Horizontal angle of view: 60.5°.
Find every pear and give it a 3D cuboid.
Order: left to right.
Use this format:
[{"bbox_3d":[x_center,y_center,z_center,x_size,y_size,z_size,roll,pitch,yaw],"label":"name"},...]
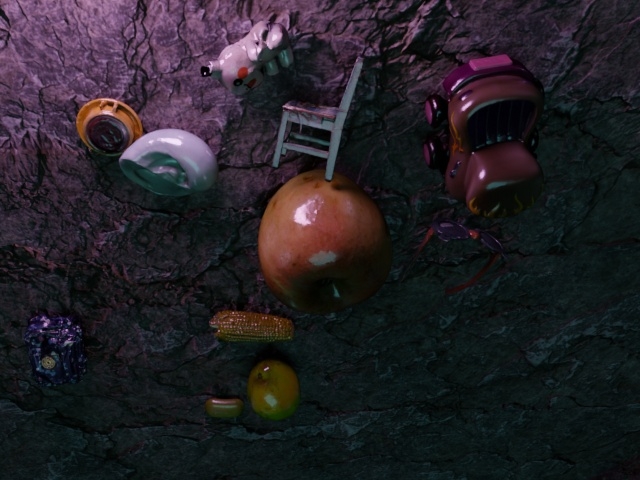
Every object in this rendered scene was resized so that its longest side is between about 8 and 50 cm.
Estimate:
[{"bbox_3d":[-0.154,0.477,1.768,0.187,0.188,0.220,-10,135,2],"label":"pear"}]

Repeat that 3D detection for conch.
[{"bbox_3d":[-0.345,-0.176,1.271,0.220,0.121,0.185,10,127,-6],"label":"conch"}]

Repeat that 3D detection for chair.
[{"bbox_3d":[-0.007,-0.283,1.200,0.147,0.136,0.271,14,114,-1],"label":"chair"}]

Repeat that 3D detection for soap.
[{"bbox_3d":[-0.337,0.589,1.928,0.139,0.045,0.089,3,124,-9],"label":"soap"}]

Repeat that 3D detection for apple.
[{"bbox_3d":[0.000,0.000,1.343,0.338,0.305,0.339,-9,142,-7],"label":"apple"}]

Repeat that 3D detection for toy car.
[{"bbox_3d":[0.389,-0.218,1.239,0.271,0.241,0.341,-10,132,0],"label":"toy car"}]

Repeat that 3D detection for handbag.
[{"bbox_3d":[-0.781,0.332,1.637,0.161,0.113,0.261,0,121,-14],"label":"handbag"}]

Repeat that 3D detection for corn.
[{"bbox_3d":[-0.205,0.263,1.654,0.261,0.097,0.097,8,127,-15],"label":"corn"}]

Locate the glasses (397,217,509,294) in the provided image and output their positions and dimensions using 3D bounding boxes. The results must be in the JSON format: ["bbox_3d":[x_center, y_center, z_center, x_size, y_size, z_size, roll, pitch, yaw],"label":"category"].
[{"bbox_3d":[0.367,0.073,1.547,0.234,0.118,0.269,14,126,-18],"label":"glasses"}]

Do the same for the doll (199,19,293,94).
[{"bbox_3d":[-0.146,-0.377,1.141,0.192,0.149,0.095,-36,83,12],"label":"doll"}]

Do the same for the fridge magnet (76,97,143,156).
[{"bbox_3d":[-0.475,-0.250,1.235,0.142,0.063,0.143,-5,127,-6],"label":"fridge magnet"}]
